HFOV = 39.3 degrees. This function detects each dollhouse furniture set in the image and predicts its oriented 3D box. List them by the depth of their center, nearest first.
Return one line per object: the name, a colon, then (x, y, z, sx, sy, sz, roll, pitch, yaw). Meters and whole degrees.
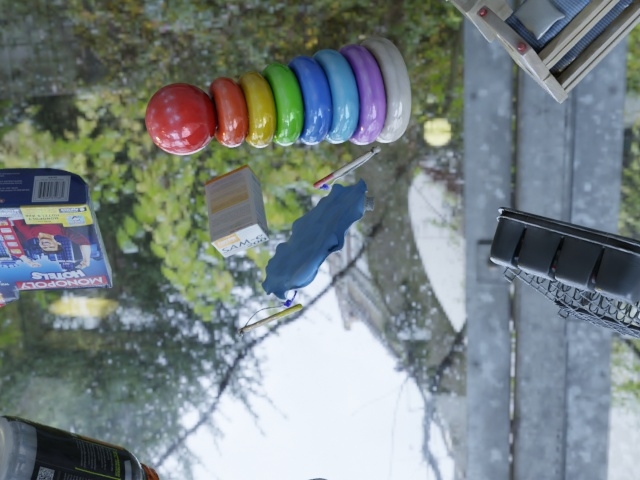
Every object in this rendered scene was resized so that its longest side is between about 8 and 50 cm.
dollhouse furniture set: (0.191, -0.249, 0.831, 0.183, 0.129, 0.129, 51, -165, 28)

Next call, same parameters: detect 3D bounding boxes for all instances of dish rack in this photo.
dish rack: (0.340, 0.060, 1.078, 0.208, 0.074, 0.271, 21, 173, 46)

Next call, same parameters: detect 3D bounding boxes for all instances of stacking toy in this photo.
stacking toy: (-0.057, -0.171, 1.144, 0.330, 0.141, 0.141, -12, -161, -19)

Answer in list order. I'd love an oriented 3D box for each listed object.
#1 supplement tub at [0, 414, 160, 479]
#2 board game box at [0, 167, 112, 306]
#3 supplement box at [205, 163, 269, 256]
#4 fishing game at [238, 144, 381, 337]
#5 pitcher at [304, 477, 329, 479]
supplement tub: (-0.488, 0.472, 1.710, 0.338, 0.207, 0.207, 28, 177, -35)
board game box: (-0.300, 0.001, 0.846, 0.194, 0.194, 0.060, -2, -121, -5)
supplement box: (-0.101, -0.036, 1.078, 0.062, 0.036, 0.098, -22, -129, 14)
fishing game: (0.000, 0.000, 1.087, 0.189, 0.041, 0.264, -30, -152, 47)
pitcher: (-0.071, 0.436, 1.306, 0.178, 0.125, 0.207, -12, -168, 15)
